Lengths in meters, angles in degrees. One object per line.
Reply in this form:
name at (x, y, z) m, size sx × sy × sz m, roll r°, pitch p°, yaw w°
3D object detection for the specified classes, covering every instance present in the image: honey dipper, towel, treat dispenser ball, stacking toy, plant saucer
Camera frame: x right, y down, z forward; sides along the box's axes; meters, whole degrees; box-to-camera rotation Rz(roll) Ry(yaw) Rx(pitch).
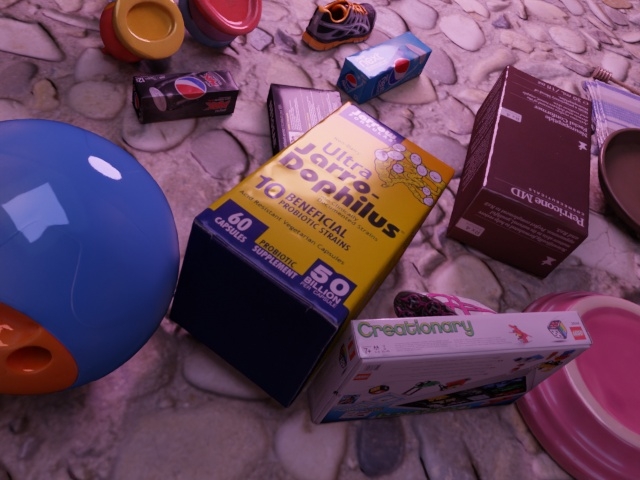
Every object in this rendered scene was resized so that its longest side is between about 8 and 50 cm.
honey dipper at (0.753, -0.385, 1.479) m, size 0.160 × 0.030 × 0.030 m, roll 25°, pitch 50°, yaw -1°
towel at (0.706, -0.242, 1.352) m, size 0.209 × 0.034 × 0.285 m, roll 16°, pitch 52°, yaw -10°
treat dispenser ball at (-0.297, 0.018, 0.635) m, size 0.288 × 0.288 × 0.288 m, roll 10°, pitch 52°, yaw -12°
stacking toy at (-0.274, -0.463, 1.061) m, size 0.309 × 0.130 × 0.280 m, roll -27°, pitch 106°, yaw -38°
plant saucer at (0.673, -0.105, 1.207) m, size 0.277 × 0.041 × 0.278 m, roll 8°, pitch 61°, yaw -15°
plant saucer at (0.444, 0.208, 0.883) m, size 0.332 × 0.084 × 0.332 m, roll 10°, pitch 52°, yaw -13°

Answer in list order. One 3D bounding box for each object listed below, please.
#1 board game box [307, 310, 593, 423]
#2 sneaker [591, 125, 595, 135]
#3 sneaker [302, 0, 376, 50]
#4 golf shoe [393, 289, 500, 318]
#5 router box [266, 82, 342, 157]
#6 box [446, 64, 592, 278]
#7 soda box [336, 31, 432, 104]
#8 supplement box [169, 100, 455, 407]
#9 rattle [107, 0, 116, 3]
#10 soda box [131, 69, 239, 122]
board game box at (0.153, 0.160, 0.746) m, size 0.305 × 0.193 × 0.053 m, roll 1°, pitch 54°, yaw -19°
sneaker at (0.590, -0.267, 1.330) m, size 0.035 × 0.031 × 0.083 m, roll -6°, pitch 56°, yaw -24°
sneaker at (0.054, -0.470, 1.265) m, size 0.084 × 0.083 × 0.215 m, roll 40°, pitch 50°, yaw 15°
golf shoe at (0.195, 0.115, 0.888) m, size 0.186 × 0.068 × 0.086 m, roll 21°, pitch 23°, yaw -2°
router box at (-0.020, -0.198, 1.054) m, size 0.133 × 0.046 × 0.179 m, roll 3°, pitch 53°, yaw -16°
box at (0.371, -0.139, 1.088) m, size 0.191 × 0.143 × 0.381 m, roll 24°, pitch 52°, yaw -1°
soda box at (0.132, -0.353, 1.213) m, size 0.210 × 0.067 × 0.071 m, roll -34°, pitch 70°, yaw -35°
supplement box at (0.000, 0.000, 0.793) m, size 0.194 × 0.195 × 0.356 m, roll 35°, pitch 45°, yaw 8°
rattle at (-0.291, -0.456, 1.141) m, size 0.130 × 0.143 × 0.200 m, roll -8°, pitch 37°, yaw 30°
soda box at (-0.227, -0.245, 1.008) m, size 0.168 × 0.060 × 0.053 m, roll -13°, pitch 60°, yaw -28°
